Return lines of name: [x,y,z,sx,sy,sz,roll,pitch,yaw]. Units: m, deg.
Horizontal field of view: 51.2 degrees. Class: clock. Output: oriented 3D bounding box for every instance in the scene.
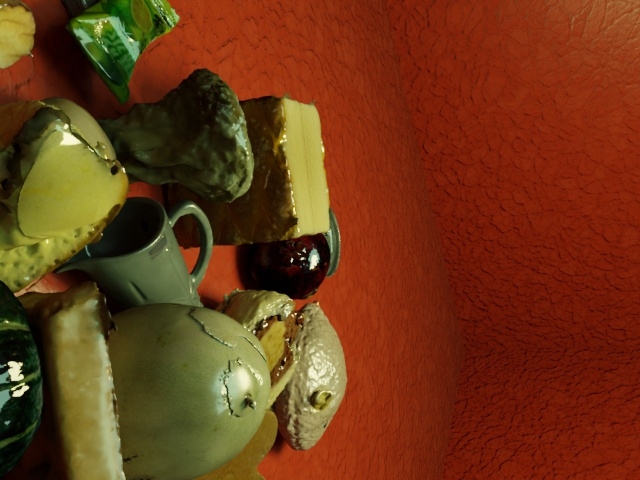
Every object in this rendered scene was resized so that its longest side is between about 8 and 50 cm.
clock: [0.000,0.000,1.918,0.215,0.042,0.214,-5,90,-67]

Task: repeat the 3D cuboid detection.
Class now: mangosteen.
mangosteen: [-0.074,0.044,1.564,0.210,0.210,0.209,-5,90,-67]

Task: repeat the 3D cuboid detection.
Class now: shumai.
shumai: [-0.241,-0.150,1.081,0.204,0.272,0.222,-20,98,-32]

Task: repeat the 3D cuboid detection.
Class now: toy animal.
toy animal: [-0.034,0.316,1.586,0.226,0.188,0.358,51,39,-71]

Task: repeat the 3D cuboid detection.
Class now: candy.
candy: [-0.321,-0.352,1.095,0.149,0.069,0.246,58,42,-40]

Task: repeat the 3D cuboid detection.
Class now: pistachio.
pistachio: [-0.370,-0.135,0.979,0.185,0.125,0.124,50,41,-55]

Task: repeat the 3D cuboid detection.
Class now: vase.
vase: [-0.276,0.064,1.129,0.251,0.156,0.300,-40,138,-21]

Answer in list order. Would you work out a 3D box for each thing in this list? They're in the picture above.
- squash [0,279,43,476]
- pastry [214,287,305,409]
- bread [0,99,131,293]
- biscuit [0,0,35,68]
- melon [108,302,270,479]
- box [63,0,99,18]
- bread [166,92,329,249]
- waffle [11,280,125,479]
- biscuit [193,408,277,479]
squash: [-0.403,0.143,0.689,0.165,0.252,0.252,-2,87,-57]
pastry: [-0.150,0.220,1.387,0.236,0.170,0.256,-63,156,-17]
bread: [-0.384,-0.059,0.855,0.162,0.262,0.204,57,1,44]
biscuit: [-0.450,-0.277,0.890,0.118,0.061,0.183,-60,179,35]
melon: [-0.224,0.224,0.984,0.268,0.330,0.268,17,70,-59]
box: [-0.381,-0.467,1.112,0.180,0.047,0.324,-63,142,-48]
bread: [-0.144,-0.128,1.311,0.207,0.279,0.278,-19,100,-67]
waffle: [-0.319,0.227,0.810,0.078,0.304,0.348,-7,91,-38]
biscuit: [-0.185,0.528,1.269,0.368,0.076,0.394,-45,127,-38]
